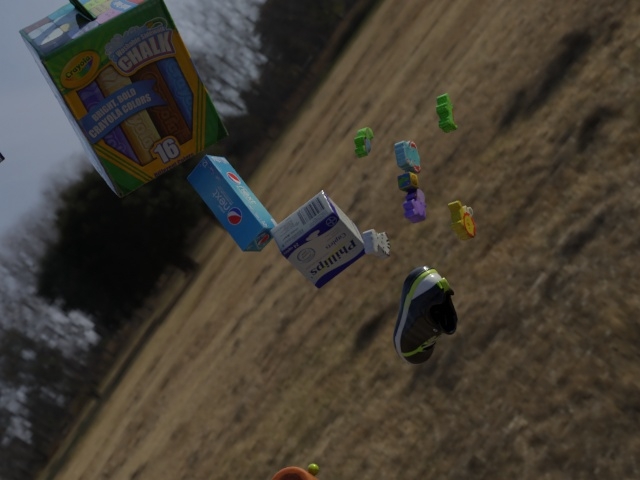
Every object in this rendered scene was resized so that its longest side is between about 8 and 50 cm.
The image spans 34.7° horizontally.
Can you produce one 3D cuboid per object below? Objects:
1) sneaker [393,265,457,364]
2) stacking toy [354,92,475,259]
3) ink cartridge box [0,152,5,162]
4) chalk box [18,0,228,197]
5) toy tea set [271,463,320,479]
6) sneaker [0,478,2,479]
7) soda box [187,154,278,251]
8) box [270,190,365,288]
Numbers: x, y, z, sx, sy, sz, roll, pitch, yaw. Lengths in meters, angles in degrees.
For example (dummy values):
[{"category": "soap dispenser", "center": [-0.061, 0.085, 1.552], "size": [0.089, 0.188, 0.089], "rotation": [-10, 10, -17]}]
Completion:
[{"category": "sneaker", "center": [0.188, 0.150, 1.788], "size": [0.084, 0.097, 0.234], "rotation": [-31, -41, -27]}, {"category": "stacking toy", "center": [0.138, -0.090, 1.528], "size": [0.167, 0.052, 0.221], "rotation": [-17, 70, 33]}, {"category": "ink cartridge box", "center": [-0.829, -0.118, 2.024], "size": [0.371, 0.175, 0.069], "rotation": [-42, 27, -18]}, {"category": "chalk box", "center": [-0.284, -0.243, 1.404], "size": [0.179, 0.289, 0.180], "rotation": [-30, 33, -12]}, {"category": "toy tea set", "center": [-0.076, 0.503, 1.590], "size": [0.336, 0.200, 0.124], "rotation": [-37, -37, -8]}, {"category": "sneaker", "center": [-0.570, 0.434, 1.506], "size": [0.163, 0.086, 0.226], "rotation": [-9, 23, 16]}, {"category": "soda box", "center": [-0.178, -0.076, 2.087], "size": [0.071, 0.210, 0.067], "rotation": [-47, -23, 21]}, {"category": "box", "center": [0.000, 0.000, 1.899], "size": [0.126, 0.137, 0.072], "rotation": [-37, 44, 9]}]
